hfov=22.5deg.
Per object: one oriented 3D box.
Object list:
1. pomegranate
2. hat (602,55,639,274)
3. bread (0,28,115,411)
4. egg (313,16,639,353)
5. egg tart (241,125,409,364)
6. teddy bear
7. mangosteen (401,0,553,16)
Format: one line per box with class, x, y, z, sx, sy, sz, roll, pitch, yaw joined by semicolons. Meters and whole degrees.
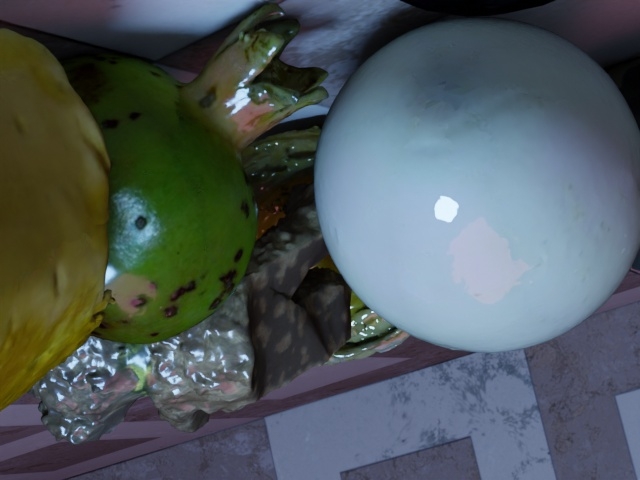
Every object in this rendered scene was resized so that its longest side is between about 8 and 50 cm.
pomegranate;-0.123;-0.040;1.248;0.286;0.231;0.231;-15;167;12
hat;0.382;-0.152;1.521;0.366;0.257;0.381;-37;156;-59
bread;-0.331;0.067;1.041;0.361;0.250;0.394;-42;-176;37
egg;0.130;-0.048;1.344;0.283;0.283;0.345;-17;167;18
egg tart;0.000;0.000;1.612;0.288;0.118;0.288;-2;123;-4
teddy bear;-0.119;0.063;1.463;0.222;0.246;0.296;13;-145;24
mangosteen;0.070;-0.218;0.760;0.243;0.243;0.243;-12;167;-3
